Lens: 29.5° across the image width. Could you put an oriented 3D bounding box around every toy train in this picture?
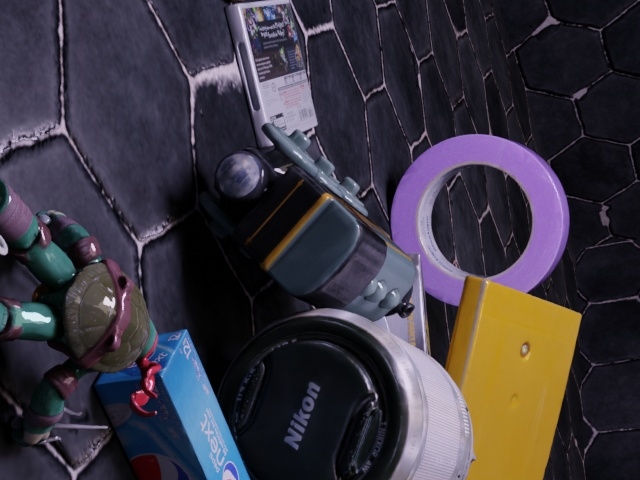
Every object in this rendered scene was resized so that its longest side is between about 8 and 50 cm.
[{"bbox_3d":[0.000,0.000,1.306,0.190,0.142,0.334,45,4,23],"label":"toy train"}]

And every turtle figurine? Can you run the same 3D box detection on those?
[{"bbox_3d":[-0.187,0.050,0.876,0.234,0.118,0.175,46,39,-56],"label":"turtle figurine"}]

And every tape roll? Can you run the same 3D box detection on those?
[{"bbox_3d":[0.254,-0.031,1.942,0.090,0.275,0.275,-7,87,-72],"label":"tape roll"}]

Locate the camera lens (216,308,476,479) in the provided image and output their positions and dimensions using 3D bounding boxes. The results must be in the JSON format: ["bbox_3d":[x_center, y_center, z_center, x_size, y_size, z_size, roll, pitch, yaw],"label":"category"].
[{"bbox_3d":[0.031,0.198,1.265,0.274,0.219,0.219,35,48,-65],"label":"camera lens"}]

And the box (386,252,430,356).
[{"bbox_3d":[0.128,0.139,1.748,0.231,0.056,0.183,71,16,-70],"label":"box"}]

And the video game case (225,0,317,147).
[{"bbox_3d":[-0.059,-0.215,1.528,0.190,0.022,0.173,-36,115,-68],"label":"video game case"}]

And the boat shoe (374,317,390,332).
[{"bbox_3d":[0.064,0.184,1.599,0.076,0.080,0.228,24,54,-84],"label":"boat shoe"}]

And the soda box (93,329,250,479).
[{"bbox_3d":[-0.121,0.185,1.068,0.071,0.067,0.210,-67,142,-57],"label":"soda box"}]

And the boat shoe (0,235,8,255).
[{"bbox_3d":[-0.254,-0.001,0.722,0.113,0.105,0.306,40,43,-62],"label":"boat shoe"}]

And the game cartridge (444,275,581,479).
[{"bbox_3d":[0.273,0.237,1.835,0.285,0.052,0.324,20,84,-47],"label":"game cartridge"}]
